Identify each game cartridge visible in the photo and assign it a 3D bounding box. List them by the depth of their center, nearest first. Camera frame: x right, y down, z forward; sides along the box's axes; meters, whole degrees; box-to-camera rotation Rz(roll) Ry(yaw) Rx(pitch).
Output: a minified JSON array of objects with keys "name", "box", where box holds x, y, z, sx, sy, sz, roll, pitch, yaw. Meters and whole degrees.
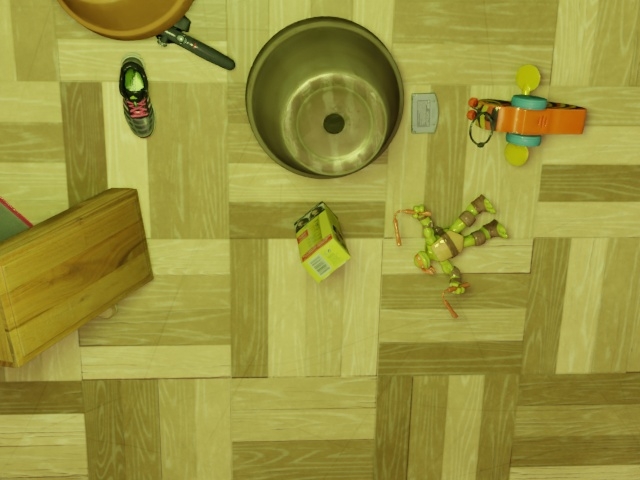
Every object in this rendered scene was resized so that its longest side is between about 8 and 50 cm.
[{"name":"game cartridge","box":[0.215,-0.263,1.846,0.056,0.017,0.083,-1,109,0]}]

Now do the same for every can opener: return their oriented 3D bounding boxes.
[{"name":"can opener","box":[-0.249,-0.384,1.746,0.186,0.059,0.073,30,104,-13]}]

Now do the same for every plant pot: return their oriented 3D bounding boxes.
[{"name":"plant pot","box":[-0.369,-0.512,1.590,0.291,0.203,0.291,0,97,2]},{"name":"plant pot","box":[0.014,-0.247,1.699,0.323,0.280,0.323,-1,110,-3]}]

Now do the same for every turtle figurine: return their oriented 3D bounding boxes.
[{"name":"turtle figurine","box":[0.286,0.013,1.909,0.217,0.087,0.269,-31,100,-1]}]

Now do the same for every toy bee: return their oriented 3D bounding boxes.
[{"name":"toy bee","box":[0.382,-0.263,1.805,0.298,0.162,0.195,18,100,-36]}]

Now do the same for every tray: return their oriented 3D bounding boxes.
[{"name":"tray","box":[-0.477,0.057,1.705,0.076,0.411,0.203,3,112,25]}]

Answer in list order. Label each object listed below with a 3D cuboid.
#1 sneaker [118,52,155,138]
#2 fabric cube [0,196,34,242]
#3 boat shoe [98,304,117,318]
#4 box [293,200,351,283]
[{"name":"sneaker","box":[-0.365,-0.281,1.765,0.063,0.075,0.170,-5,110,-3]},{"name":"fabric cube","box":[-0.725,0.053,1.757,0.258,0.259,0.254,-41,108,10]},{"name":"boat shoe","box":[-0.514,0.123,1.902,0.170,0.059,0.063,30,104,-13]},{"name":"box","box":[0.000,0.000,1.806,0.087,0.232,0.058,-38,110,10]}]
